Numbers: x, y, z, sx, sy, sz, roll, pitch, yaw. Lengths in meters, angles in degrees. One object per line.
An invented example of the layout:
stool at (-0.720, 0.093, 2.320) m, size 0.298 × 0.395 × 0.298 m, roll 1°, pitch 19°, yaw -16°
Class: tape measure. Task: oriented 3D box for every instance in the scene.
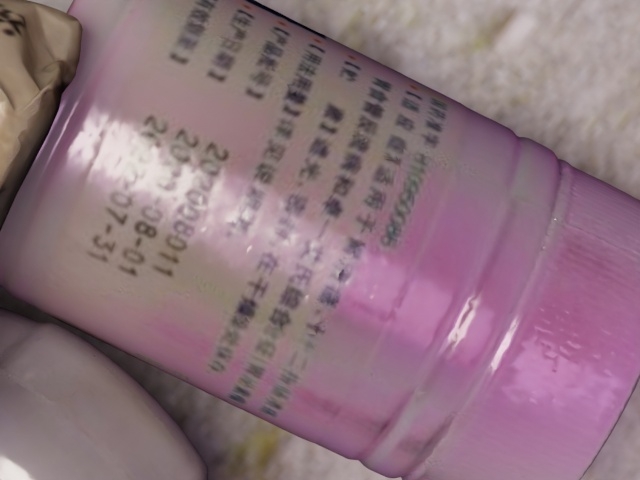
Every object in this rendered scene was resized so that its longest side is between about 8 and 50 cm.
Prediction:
tape measure at (-0.123, 0.117, 0.753) m, size 0.236 × 0.120 × 0.197 m, roll 44°, pitch 144°, yaw -3°

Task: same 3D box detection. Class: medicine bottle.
medicine bottle at (0.000, 0.000, 0.738) m, size 0.254 × 0.152 × 0.152 m, roll 26°, pitch 102°, yaw -5°

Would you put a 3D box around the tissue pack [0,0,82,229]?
tissue pack at (-0.303, 0.048, 0.659) m, size 0.375 × 0.195 × 0.390 m, roll 19°, pitch 78°, yaw 26°
